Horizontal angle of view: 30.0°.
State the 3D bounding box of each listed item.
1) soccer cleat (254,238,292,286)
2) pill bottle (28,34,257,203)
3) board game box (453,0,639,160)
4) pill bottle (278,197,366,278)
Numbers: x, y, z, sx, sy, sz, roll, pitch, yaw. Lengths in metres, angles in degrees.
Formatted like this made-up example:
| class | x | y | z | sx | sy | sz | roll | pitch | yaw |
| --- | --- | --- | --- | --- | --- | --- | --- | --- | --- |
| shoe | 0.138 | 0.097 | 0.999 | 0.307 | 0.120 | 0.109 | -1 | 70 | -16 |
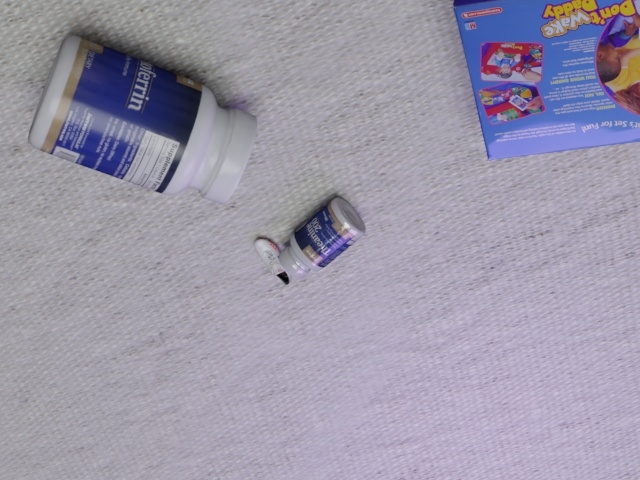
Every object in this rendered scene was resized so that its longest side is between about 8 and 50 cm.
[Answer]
| class | x | y | z | sx | sy | sz | roll | pitch | yaw |
| --- | --- | --- | --- | --- | --- | --- | --- | --- | --- |
| soccer cleat | -0.066 | 0.032 | 1.720 | 0.029 | 0.035 | 0.083 | -28 | 120 | 13 |
| pill bottle | -0.225 | -0.147 | 1.527 | 0.265 | 0.153 | 0.153 | 20 | 119 | -17 |
| board game box | 0.357 | -0.232 | 1.462 | 0.347 | 0.078 | 0.233 | -6 | 129 | 16 |
| pill bottle | 0.000 | 0.000 | 1.686 | 0.120 | 0.067 | 0.067 | -40 | 117 | 19 |
